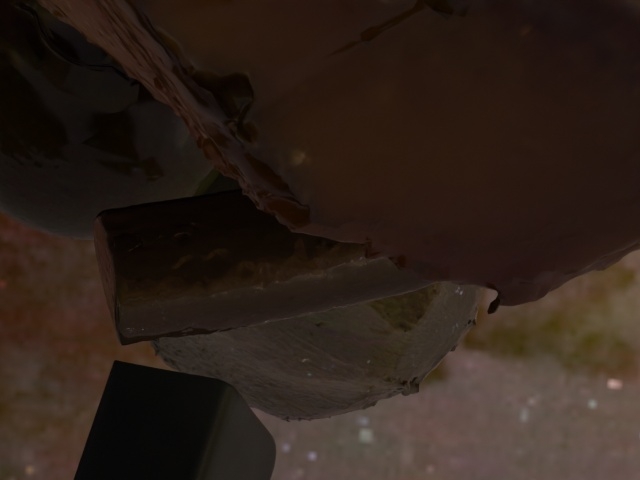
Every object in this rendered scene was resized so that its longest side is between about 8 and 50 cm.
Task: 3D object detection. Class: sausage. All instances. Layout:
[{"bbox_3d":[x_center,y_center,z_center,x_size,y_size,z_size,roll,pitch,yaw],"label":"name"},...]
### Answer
[{"bbox_3d":[0.050,-0.015,0.786,0.301,0.066,0.066,-15,-163,-15],"label":"sausage"}]

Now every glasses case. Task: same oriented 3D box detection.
[{"bbox_3d":[-0.084,0.196,0.837,0.056,0.266,0.105,-4,150,42],"label":"glasses case"}]

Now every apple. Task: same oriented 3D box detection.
[{"bbox_3d":[-0.134,-0.101,0.995,0.188,0.207,0.174,37,-139,-20],"label":"apple"}]

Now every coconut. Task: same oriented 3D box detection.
[{"bbox_3d":[0.000,0.002,1.160,0.230,0.227,0.227,20,-170,-8],"label":"coconut"}]

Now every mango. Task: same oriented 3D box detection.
[{"bbox_3d":[-0.008,-0.116,0.507,0.350,0.199,0.201,37,149,-28],"label":"mango"}]
